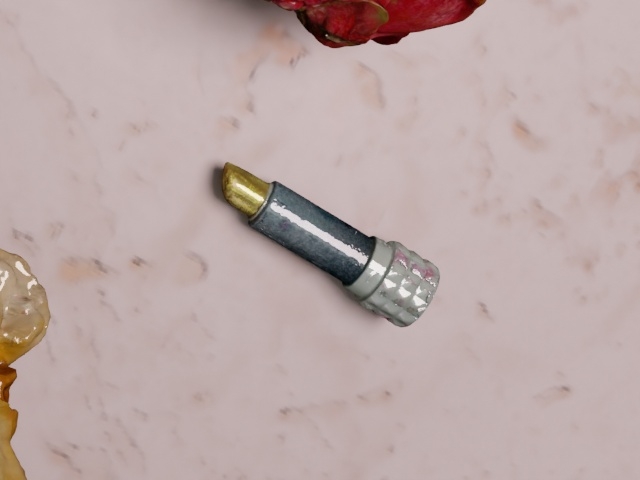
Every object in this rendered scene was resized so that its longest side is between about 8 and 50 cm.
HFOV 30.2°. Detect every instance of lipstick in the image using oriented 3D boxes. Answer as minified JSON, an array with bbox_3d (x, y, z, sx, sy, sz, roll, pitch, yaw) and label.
[{"bbox_3d":[0.000,0.000,0.558,0.116,0.037,0.037,30,90,-17],"label":"lipstick"}]

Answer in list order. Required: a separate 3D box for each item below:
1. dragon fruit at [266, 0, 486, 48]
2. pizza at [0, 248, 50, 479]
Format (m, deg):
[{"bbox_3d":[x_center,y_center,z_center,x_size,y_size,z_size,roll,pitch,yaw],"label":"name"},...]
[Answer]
[{"bbox_3d":[0.038,-0.154,0.487,0.136,0.133,0.166,82,30,-49],"label":"dragon fruit"},{"bbox_3d":[-0.189,0.174,0.457,0.074,0.182,0.365,25,84,-61],"label":"pizza"}]
